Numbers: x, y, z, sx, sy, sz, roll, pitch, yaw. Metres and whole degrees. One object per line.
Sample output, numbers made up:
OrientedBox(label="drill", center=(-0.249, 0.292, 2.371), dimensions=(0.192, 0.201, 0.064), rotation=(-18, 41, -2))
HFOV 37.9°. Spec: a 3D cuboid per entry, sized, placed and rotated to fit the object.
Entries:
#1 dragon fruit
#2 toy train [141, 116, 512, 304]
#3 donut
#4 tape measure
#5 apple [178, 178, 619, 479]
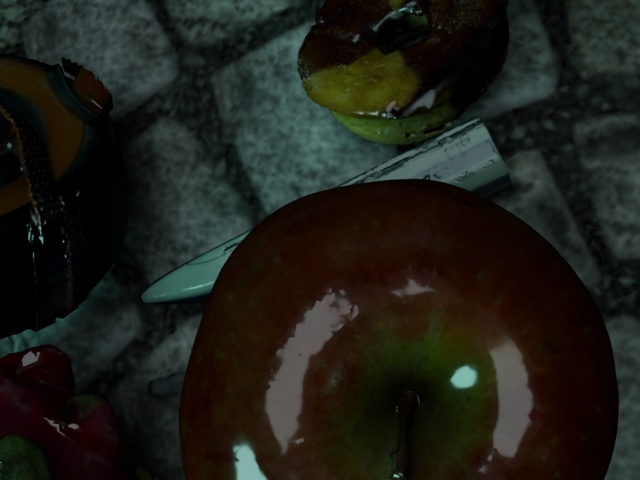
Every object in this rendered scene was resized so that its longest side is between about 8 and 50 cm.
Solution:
OrientedBox(label="dragon fruit", center=(-0.185, 0.202, 0.553), dimensions=(0.219, 0.198, 0.272), rotation=(-4, 102, 4))
OrientedBox(label="toy train", center=(0.000, -0.001, 0.604), dimensions=(0.252, 0.055, 0.048), rotation=(-26, 81, 10))
OrientedBox(label="donut", center=(0.056, -0.122, 0.594), dimensions=(0.141, 0.059, 0.140), rotation=(-11, 59, 18))
OrientedBox(label="tape measure", center=(-0.234, -0.037, 0.611), dimensions=(0.223, 0.135, 0.202), rotation=(26, 51, 23))
OrientedBox(label="apple", center=(0.038, 0.079, 0.494), dimensions=(0.230, 0.230, 0.229), rotation=(-4, 77, 16))
